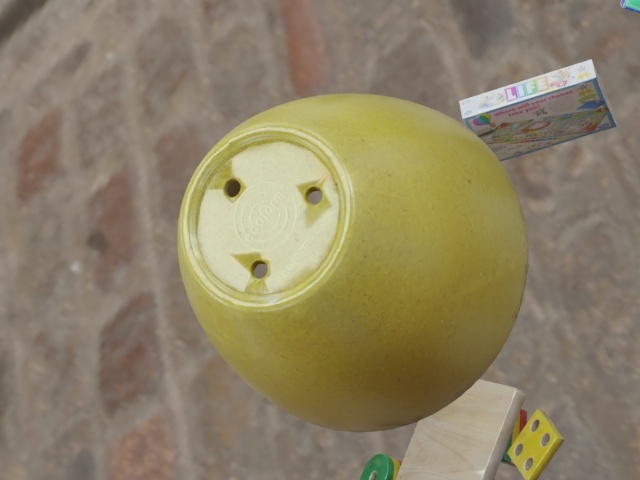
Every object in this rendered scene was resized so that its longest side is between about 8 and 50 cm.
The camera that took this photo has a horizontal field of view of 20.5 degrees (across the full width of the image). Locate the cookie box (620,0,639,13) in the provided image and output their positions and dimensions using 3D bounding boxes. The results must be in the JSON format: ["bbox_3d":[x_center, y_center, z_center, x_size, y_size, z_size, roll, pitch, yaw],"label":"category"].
[{"bbox_3d":[0.209,-0.124,0.901,0.092,0.107,0.040,-55,-16,-72],"label":"cookie box"}]

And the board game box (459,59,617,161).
[{"bbox_3d":[0.245,-0.142,1.989,0.154,0.103,0.026,-16,56,14],"label":"board game box"}]

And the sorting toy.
[{"bbox_3d":[0.133,0.189,1.534,0.274,0.046,0.132,5,72,64],"label":"sorting toy"}]

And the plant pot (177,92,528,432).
[{"bbox_3d":[0.000,0.000,0.663,0.134,0.095,0.134,-5,77,23],"label":"plant pot"}]
